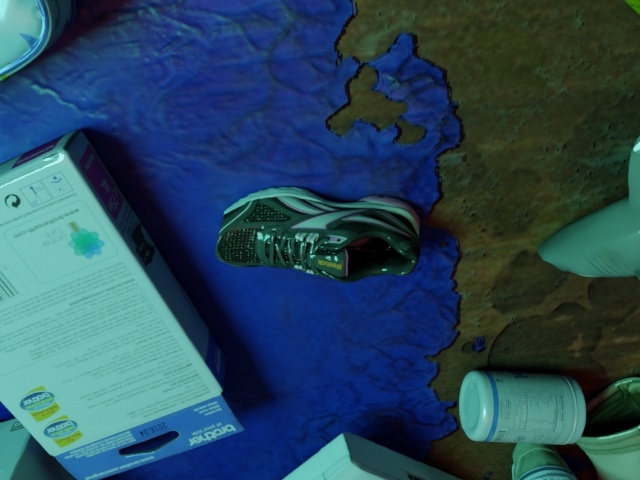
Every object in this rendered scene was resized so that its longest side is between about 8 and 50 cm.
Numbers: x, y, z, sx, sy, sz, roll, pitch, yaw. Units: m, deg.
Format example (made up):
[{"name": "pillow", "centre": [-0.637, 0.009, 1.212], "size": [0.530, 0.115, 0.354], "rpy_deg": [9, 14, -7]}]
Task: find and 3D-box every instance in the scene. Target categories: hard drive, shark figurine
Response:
[{"name": "hard drive", "centre": [-0.023, 0.357, 0.764], "size": [0.353, 0.047, 0.233], "rpy_deg": [-42, 130, 18]}, {"name": "shark figurine", "centre": [0.292, -0.058, 0.517], "size": [0.278, 0.166, 0.116], "rpy_deg": [-36, 107, 14]}]

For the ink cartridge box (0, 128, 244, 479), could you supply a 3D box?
[{"name": "ink cartridge box", "centre": [-0.212, 0.077, 0.602], "size": [0.186, 0.065, 0.311], "rpy_deg": [-22, 118, 8]}]

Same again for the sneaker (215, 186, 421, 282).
[{"name": "sneaker", "centre": [0.000, 0.000, 0.567], "size": [0.178, 0.077, 0.072], "rpy_deg": [-5, 119, -1]}]

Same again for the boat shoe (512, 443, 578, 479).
[{"name": "boat shoe", "centre": [0.282, 0.350, 0.786], "size": [0.109, 0.094, 0.302], "rpy_deg": [-10, 120, 12]}]

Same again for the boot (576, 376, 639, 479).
[{"name": "boot", "centre": [0.384, 0.206, 0.724], "size": [0.213, 0.077, 0.165], "rpy_deg": [-27, 117, 14]}]

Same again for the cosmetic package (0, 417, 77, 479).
[{"name": "cosmetic package", "centre": [-0.291, 0.299, 0.703], "size": [0.127, 0.107, 0.238], "rpy_deg": [-20, 123, 10]}]

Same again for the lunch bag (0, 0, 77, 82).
[{"name": "lunch bag", "centre": [-0.274, -0.190, 0.424], "size": [0.176, 0.090, 0.219], "rpy_deg": [-26, 119, 11]}]

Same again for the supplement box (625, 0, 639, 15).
[{"name": "supplement box", "centre": [0.215, -0.253, 0.371], "size": [0.356, 0.194, 0.195], "rpy_deg": [32, 112, -21]}]

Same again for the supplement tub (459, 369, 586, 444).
[{"name": "supplement tub", "centre": [0.200, 0.168, 0.687], "size": [0.107, 0.071, 0.071], "rpy_deg": [4, 120, -9]}]
